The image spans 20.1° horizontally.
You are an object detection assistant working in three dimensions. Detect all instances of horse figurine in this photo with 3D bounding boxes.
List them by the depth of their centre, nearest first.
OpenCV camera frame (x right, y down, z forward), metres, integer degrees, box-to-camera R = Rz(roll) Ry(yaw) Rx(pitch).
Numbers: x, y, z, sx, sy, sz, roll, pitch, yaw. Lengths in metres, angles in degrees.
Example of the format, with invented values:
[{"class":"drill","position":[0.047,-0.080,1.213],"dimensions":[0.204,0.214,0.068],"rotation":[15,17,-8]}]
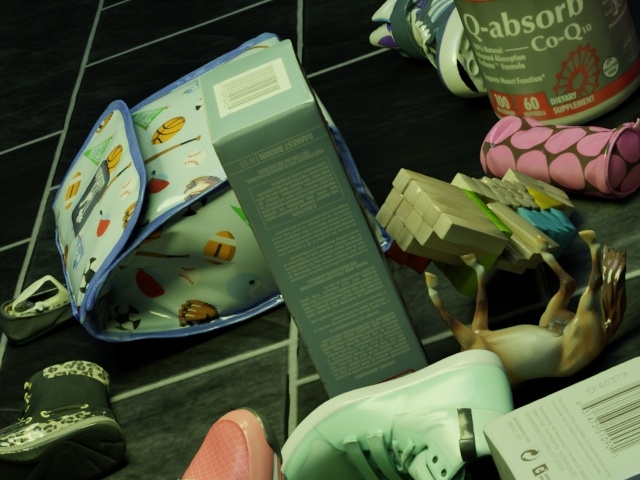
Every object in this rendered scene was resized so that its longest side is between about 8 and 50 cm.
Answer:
[{"class":"horse figurine","position":[0.209,0.087,1.831],"dimensions":[0.263,0.174,0.066],"rotation":[-15,14,-14]}]

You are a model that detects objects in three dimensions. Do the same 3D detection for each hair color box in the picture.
[{"class":"hair color box","position":[0.000,0.000,1.882],"dimensions":[0.113,0.374,0.185],"rotation":[-22,27,2]}]

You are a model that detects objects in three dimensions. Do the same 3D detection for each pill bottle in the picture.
[{"class":"pill bottle","position":[0.268,-0.339,2.305],"dimensions":[0.210,0.363,0.210],"rotation":[-19,27,10]}]

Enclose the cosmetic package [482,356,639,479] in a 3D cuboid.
[{"class":"cosmetic package","position":[0.246,0.227,1.482],"dimensions":[0.151,0.183,0.151],"rotation":[-23,26,-2]}]

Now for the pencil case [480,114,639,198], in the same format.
[{"class":"pencil case","position":[0.293,-0.105,2.164],"dimensions":[0.209,0.095,0.098],"rotation":[10,77,45]}]

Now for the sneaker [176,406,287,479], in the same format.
[{"class":"sneaker","position":[-0.135,0.285,1.595],"dimensions":[0.116,0.136,0.314],"rotation":[10,73,53]}]

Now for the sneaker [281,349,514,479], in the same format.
[{"class":"sneaker","position":[0.073,0.216,1.750],"dimensions":[0.256,0.094,0.151],"rotation":[-28,41,16]}]

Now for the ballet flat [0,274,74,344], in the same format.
[{"class":"ballet flat","position":[-0.327,0.070,2.359],"dimensions":[0.203,0.074,0.074],"rotation":[-23,26,1]}]

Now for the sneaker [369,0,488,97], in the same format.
[{"class":"sneaker","position":[0.164,-0.282,2.575],"dimensions":[0.236,0.130,0.323],"rotation":[-17,30,35]}]

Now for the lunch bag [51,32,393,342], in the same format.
[{"class":"lunch bag","position":[-0.153,-0.055,2.266],"dimensions":[0.385,0.239,0.328],"rotation":[-28,30,1]}]

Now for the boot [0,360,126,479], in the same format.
[{"class":"boot","position":[-0.340,0.226,2.070],"dimensions":[0.236,0.085,0.178],"rotation":[-17,24,-2]}]

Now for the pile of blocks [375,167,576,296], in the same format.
[{"class":"pile of blocks","position":[0.182,0.008,1.968],"dimensions":[0.149,0.112,0.362],"rotation":[40,21,23]}]
